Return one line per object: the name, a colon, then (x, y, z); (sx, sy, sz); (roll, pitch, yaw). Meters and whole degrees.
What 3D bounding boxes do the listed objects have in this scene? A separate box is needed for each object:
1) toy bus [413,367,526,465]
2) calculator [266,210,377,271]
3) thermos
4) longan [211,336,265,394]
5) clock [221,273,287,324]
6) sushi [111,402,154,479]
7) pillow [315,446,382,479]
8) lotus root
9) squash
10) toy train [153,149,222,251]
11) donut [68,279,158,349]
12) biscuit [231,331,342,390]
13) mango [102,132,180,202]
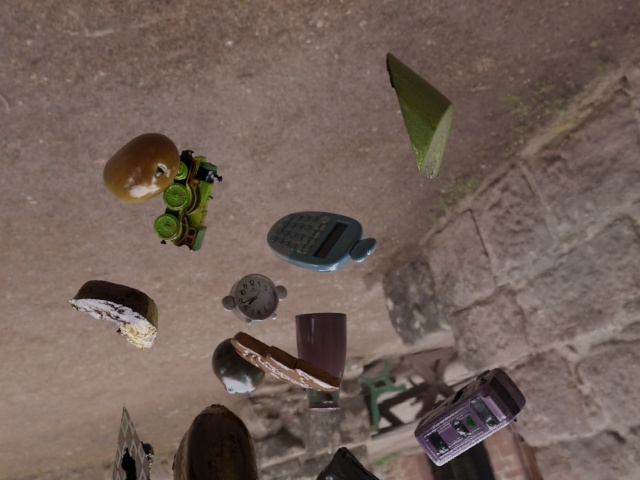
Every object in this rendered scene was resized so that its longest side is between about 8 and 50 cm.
toy bus: (0.273, 0.325, 1.225); (0.199, 0.096, 0.108); (-43, 169, 28)
calculator: (0.000, 0.000, 1.689); (0.302, 0.188, 0.042); (16, 140, 28)
thermos: (0.003, 0.341, 1.859); (0.146, 0.265, 0.176); (1, 169, -13)
longan: (-0.256, 0.392, 2.081); (0.189, 0.189, 0.189); (-13, 158, -5)
clock: (-0.210, 0.186, 2.094); (0.229, 0.156, 0.063); (-11, 171, -31)
sushi: (-0.355, 0.453, 1.298); (0.040, 0.193, 0.210); (5, -165, -31)
pillow: (0.044, 0.637, 1.449); (0.326, 0.228, 0.101); (-55, 169, 11)
lotus root: (-0.231, 0.502, 1.453); (0.193, 0.291, 0.193); (-8, 137, -7)
squash: (0.179, -0.242, 1.307); (0.155, 0.204, 0.237); (21, -172, 14)
toy train: (-0.393, -0.117, 1.980); (0.160, 0.296, 0.100); (18, -170, 3)
donut: (-0.565, 0.197, 1.940); (0.151, 0.112, 0.295); (-21, 136, 28)
biscuit: (-0.083, 0.316, 1.637); (0.306, 0.043, 0.284); (12, 155, 34)
mango: (-0.481, -0.184, 1.762); (0.254, 0.175, 0.139); (-23, 136, 33)
